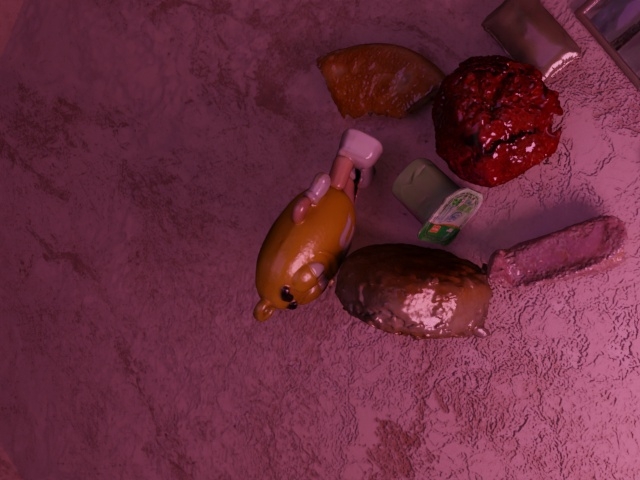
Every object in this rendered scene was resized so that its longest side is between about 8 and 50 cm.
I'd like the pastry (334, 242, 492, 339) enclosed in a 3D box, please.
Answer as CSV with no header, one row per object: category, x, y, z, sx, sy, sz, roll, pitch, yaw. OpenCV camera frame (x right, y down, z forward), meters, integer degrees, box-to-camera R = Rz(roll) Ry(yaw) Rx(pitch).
pastry,0.181,0.094,1.428,0.329,0.329,0.136,17,107,32

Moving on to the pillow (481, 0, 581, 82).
pillow,0.424,-0.417,1.445,0.119,0.053,0.208,-43,70,27

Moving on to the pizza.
pizza,0.134,-0.358,1.617,0.365,0.074,0.182,13,93,32

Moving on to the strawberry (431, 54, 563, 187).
strawberry,0.331,-0.235,1.399,0.274,0.220,0.274,1,93,33

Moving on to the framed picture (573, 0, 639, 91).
framed picture,0.646,-0.450,1.307,0.289,0.016,0.213,-42,67,31

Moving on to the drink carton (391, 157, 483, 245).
drink carton,0.238,-0.093,1.504,0.144,0.146,0.142,-51,55,19

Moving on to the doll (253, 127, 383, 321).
doll,0.009,-0.035,1.520,0.161,0.348,0.423,22,100,24

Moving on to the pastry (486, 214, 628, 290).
pastry,0.458,0.032,1.373,0.265,0.112,0.103,-14,68,20
